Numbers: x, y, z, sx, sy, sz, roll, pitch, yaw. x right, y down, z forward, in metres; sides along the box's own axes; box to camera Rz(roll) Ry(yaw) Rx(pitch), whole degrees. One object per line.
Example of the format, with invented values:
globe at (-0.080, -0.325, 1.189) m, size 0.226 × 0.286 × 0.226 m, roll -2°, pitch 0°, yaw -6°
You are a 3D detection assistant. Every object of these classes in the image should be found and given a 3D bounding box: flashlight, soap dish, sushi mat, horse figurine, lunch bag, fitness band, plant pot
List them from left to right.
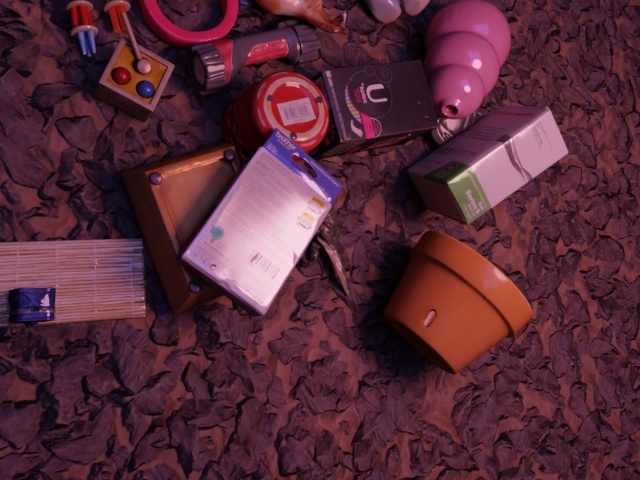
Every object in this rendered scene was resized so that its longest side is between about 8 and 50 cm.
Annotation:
lunch bag at (-0.483, 0.113, 1.103) m, size 0.067 × 0.098 × 0.065 m, roll 1°, pitch 83°, yaw -33°
sushi mat at (-0.471, 0.075, 1.184) m, size 0.316 × 0.019 × 0.152 m, roll -2°, pitch 81°, yaw -27°
fitness band at (-0.286, -0.542, 1.375) m, size 0.209 × 0.054 × 0.291 m, roll -13°, pitch 86°, yaw -26°
soap dish at (-0.223, -0.033, 1.274) m, size 0.228 × 0.118 × 0.291 m, roll -21°, pitch 92°, yaw -29°
flashlight at (-0.136, -0.389, 1.399) m, size 0.304 × 0.103 × 0.103 m, roll -22°, pitch 54°, yaw -32°
plant pot at (-0.088, -0.247, 1.353) m, size 0.191 × 0.174 × 0.191 m, roll 6°, pitch 76°, yaw -26°
horse figurine at (-0.065, -0.541, 1.433) m, size 0.263 × 0.066 × 0.175 m, roll 14°, pitch 62°, yaw -20°
plant pot at (0.276, 0.149, 1.423) m, size 0.291 × 0.291 × 0.203 m, roll 44°, pitch 81°, yaw -14°

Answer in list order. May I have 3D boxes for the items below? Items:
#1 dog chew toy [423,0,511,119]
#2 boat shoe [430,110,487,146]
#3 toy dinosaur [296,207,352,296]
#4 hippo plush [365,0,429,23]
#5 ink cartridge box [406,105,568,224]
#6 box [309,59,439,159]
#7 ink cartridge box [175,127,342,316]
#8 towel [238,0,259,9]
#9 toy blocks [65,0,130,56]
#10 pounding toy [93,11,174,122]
dog chew toy at (0.334, -0.419, 1.557) m, size 0.206 × 0.206 × 0.332 m, roll 33°, pitch 54°, yaw -18°
boat shoe at (0.407, -0.261, 1.659) m, size 0.320 × 0.103 × 0.118 m, roll 4°, pitch 101°, yaw -21°
toy dinosaur at (0.000, 0.000, 1.418) m, size 0.118 × 0.064 × 0.268 m, roll -12°, pitch 90°, yaw -35°
hippo plush at (0.157, -0.681, 1.571) m, size 0.294 × 0.234 × 0.237 m, roll -1°, pitch 56°, yaw 14°
ink cartridge box at (0.375, -0.178, 1.497) m, size 0.289 × 0.211 × 0.122 m, roll -34°, pitch 110°, yaw -6°
box at (0.104, -0.293, 1.474) m, size 0.270 × 0.143 × 0.165 m, roll -14°, pitch 88°, yaw -29°
ink cartridge box at (-0.106, -0.036, 1.232) m, size 0.185 × 0.065 × 0.311 m, roll 39°, pitch 69°, yaw -17°
towel at (-0.138, -0.549, 1.461) m, size 0.119 × 0.029 × 0.067 m, roll -16°, pitch 86°, yaw -27°
toy blocks at (-0.427, -0.432, 1.277) m, size 0.123 × 0.054 × 0.148 m, roll -11°, pitch 86°, yaw -28°
pounding toy at (-0.359, -0.331, 1.268) m, size 0.130 × 0.100 × 0.141 m, roll 27°, pitch 70°, yaw -21°
